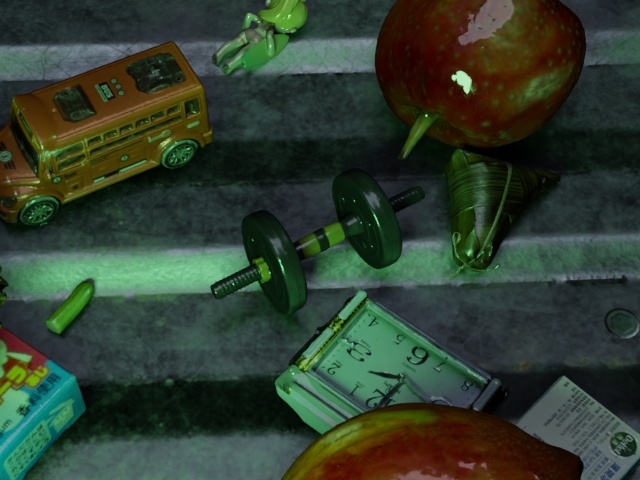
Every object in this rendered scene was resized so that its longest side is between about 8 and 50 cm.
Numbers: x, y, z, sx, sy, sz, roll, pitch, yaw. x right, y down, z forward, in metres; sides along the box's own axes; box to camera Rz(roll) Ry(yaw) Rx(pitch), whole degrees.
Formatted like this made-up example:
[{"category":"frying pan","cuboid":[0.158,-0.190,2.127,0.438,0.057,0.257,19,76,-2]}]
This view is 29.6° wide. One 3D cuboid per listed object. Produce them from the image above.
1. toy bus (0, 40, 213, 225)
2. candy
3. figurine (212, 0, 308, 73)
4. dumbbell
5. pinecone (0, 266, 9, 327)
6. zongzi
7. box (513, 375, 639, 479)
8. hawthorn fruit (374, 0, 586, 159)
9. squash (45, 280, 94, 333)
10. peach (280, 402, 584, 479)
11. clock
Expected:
[{"category":"toy bus","cuboid":[-0.326,-0.155,1.712,0.329,0.153,0.143,-23,60,-17]},{"category":"candy","cuboid":[-0.462,0.168,1.516,0.305,0.100,0.157,30,60,19]},{"category":"figurine","cuboid":[-0.087,-0.331,1.894,0.187,0.083,0.083,-38,64,-14]},{"category":"dumbbell","cuboid":[0.000,0.000,1.618,0.325,0.143,0.143,-25,59,-18]},{"category":"pinecone","cuboid":[-0.482,0.074,1.386,0.243,0.243,0.257,-5,60,-5]},{"category":"zongzi","cuboid":[0.264,-0.028,1.698,0.184,0.084,0.187,10,64,-18]},{"category":"box","cuboid":[0.284,0.279,1.473,0.139,0.073,0.194,39,62,23]},{"category":"hawthorn fruit","cuboid":[0.208,-0.244,1.741,0.287,0.287,0.330,33,76,20]},{"category":"squash","cuboid":[-0.331,0.087,1.619,0.027,0.027,0.083,28,58,17]},{"category":"peach","cuboid":[0.124,0.342,1.286,0.372,0.290,0.373,-2,66,5]},{"category":"clock","cuboid":[0.092,0.192,1.523,0.253,0.083,0.186,34,61,20]}]
